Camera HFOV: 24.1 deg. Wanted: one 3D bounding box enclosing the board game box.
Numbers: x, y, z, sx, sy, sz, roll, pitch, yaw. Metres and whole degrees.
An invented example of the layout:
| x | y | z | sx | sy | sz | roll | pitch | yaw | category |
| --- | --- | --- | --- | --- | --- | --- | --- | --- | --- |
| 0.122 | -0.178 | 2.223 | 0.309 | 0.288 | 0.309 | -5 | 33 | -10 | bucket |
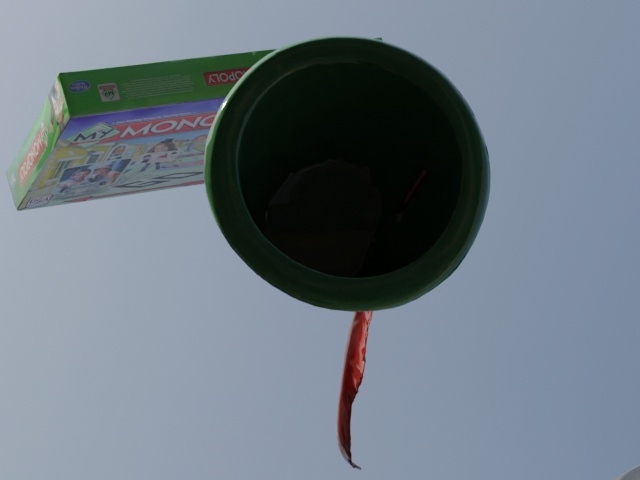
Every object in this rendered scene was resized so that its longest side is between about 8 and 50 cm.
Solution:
| x | y | z | sx | sy | sz | roll | pitch | yaw | category |
| --- | --- | --- | --- | --- | --- | --- | --- | --- | --- |
| -0.115 | -0.108 | 1.402 | 0.213 | 0.317 | 0.046 | -42 | -118 | 59 | board game box |

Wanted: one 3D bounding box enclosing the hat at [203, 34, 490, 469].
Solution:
| x | y | z | sx | sy | sz | roll | pitch | yaw | category |
| --- | --- | --- | --- | --- | --- | --- | --- | --- | --- |
| 0.000 | 0.000 | 0.966 | 0.173 | 0.208 | 0.183 | 24 | -24 | 0 | hat |

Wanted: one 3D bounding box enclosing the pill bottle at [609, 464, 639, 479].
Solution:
| x | y | z | sx | sy | sz | roll | pitch | yaw | category |
| --- | --- | --- | --- | --- | --- | --- | --- | --- | --- |
| 0.331 | 0.266 | 1.301 | 0.318 | 0.176 | 0.176 | -33 | -94 | 18 | pill bottle |
